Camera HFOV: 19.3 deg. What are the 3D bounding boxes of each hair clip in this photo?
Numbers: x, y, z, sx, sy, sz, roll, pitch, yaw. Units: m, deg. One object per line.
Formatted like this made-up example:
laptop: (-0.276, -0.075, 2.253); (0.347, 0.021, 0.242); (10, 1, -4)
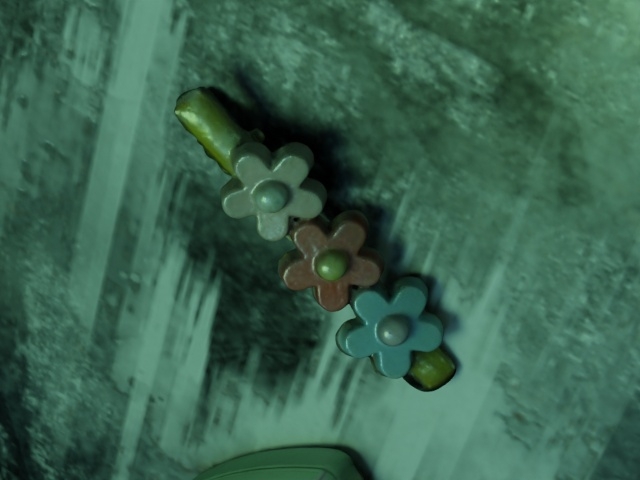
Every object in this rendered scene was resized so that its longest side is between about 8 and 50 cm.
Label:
hair clip: (-0.001, 0.001, 0.995); (0.062, 0.056, 0.214); (-39, 96, 12)

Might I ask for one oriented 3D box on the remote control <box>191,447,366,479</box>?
remote control: (0.037, 0.279, 1.174); (0.145, 0.050, 0.344); (-16, 111, 41)
